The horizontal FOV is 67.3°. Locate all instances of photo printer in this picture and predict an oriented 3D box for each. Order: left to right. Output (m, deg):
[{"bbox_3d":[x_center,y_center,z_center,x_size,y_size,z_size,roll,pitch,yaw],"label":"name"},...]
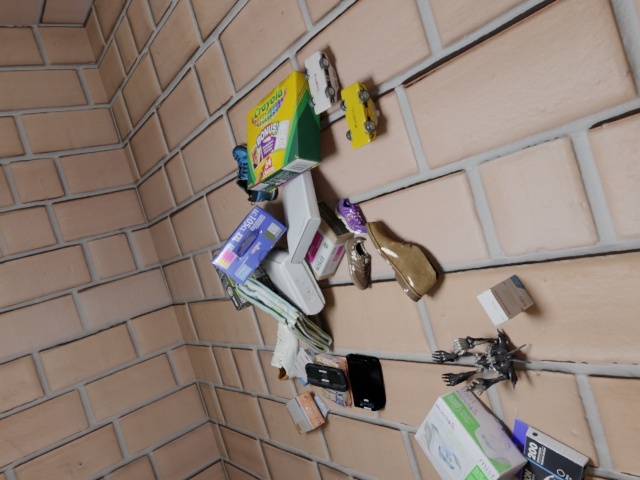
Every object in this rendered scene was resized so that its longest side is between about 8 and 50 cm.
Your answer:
[{"bbox_3d":[-0.120,0.150,1.913,0.255,0.107,0.308,64,162,-17],"label":"photo printer"}]

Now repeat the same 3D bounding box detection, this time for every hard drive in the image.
[{"bbox_3d":[-0.078,-0.122,1.736,0.232,0.047,0.352,115,153,-42],"label":"hard drive"}]

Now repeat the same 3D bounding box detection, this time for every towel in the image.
[{"bbox_3d":[-0.148,0.303,1.959,0.375,0.090,0.320,29,166,43],"label":"towel"}]

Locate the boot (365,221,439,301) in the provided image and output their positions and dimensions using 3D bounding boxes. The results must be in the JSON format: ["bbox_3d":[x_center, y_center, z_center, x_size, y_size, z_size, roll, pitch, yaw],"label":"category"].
[{"bbox_3d":[0.253,0.038,1.503,0.115,0.112,0.305,-44,61,18],"label":"boot"}]

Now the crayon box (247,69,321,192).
[{"bbox_3d":[-0.143,-0.374,1.722,0.363,0.106,0.312,-19,70,53],"label":"crayon box"}]

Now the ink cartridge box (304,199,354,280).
[{"bbox_3d":[0.000,0.000,1.788,0.193,0.088,0.234,50,137,28],"label":"ink cartridge box"}]

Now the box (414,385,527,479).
[{"bbox_3d":[0.438,0.616,1.433,0.262,0.127,0.231,54,142,39],"label":"box"}]

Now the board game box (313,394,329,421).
[{"bbox_3d":[-0.001,0.755,2.160,0.090,0.020,0.089,43,137,33],"label":"board game box"}]

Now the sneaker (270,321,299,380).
[{"bbox_3d":[-0.168,0.504,2.185,0.106,0.123,0.289,5,107,53],"label":"sneaker"}]

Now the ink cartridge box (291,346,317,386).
[{"bbox_3d":[-0.056,0.544,2.108,0.104,0.060,0.180,49,138,28],"label":"ink cartridge box"}]

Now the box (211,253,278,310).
[{"bbox_3d":[-0.336,0.158,2.172,0.270,0.216,0.060,57,141,17],"label":"box"}]

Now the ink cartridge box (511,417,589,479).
[{"bbox_3d":[0.606,0.626,1.319,0.208,0.045,0.206,22,121,48],"label":"ink cartridge box"}]

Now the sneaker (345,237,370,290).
[{"bbox_3d":[0.138,0.081,1.665,0.071,0.066,0.188,-15,94,48],"label":"sneaker"}]

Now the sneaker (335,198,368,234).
[{"bbox_3d":[0.113,-0.080,1.631,0.170,0.068,0.071,47,131,30],"label":"sneaker"}]

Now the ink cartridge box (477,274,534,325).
[{"bbox_3d":[0.470,0.152,1.225,0.088,0.123,0.052,61,142,15],"label":"ink cartridge box"}]

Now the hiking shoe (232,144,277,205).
[{"bbox_3d":[-0.302,-0.285,2.012,0.304,0.132,0.113,54,140,23],"label":"hiking shoe"}]

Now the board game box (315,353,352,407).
[{"bbox_3d":[0.055,0.575,1.994,0.147,0.045,0.193,7,110,50],"label":"board game box"}]

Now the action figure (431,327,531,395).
[{"bbox_3d":[0.436,0.345,1.339,0.276,0.141,0.163,-37,64,53],"label":"action figure"}]

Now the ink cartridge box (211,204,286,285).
[{"bbox_3d":[-0.269,0.008,1.839,0.151,0.270,0.395,37,179,-10],"label":"ink cartridge box"}]

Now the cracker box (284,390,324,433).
[{"bbox_3d":[-0.076,0.791,2.207,0.155,0.067,0.232,60,152,15],"label":"cracker box"}]

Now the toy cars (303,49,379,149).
[{"bbox_3d":[0.073,-0.445,1.516,0.393,0.087,0.176,50,133,31],"label":"toy cars"}]

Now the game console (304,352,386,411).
[{"bbox_3d":[0.084,0.535,1.881,0.362,0.044,0.212,0,104,37],"label":"game console"}]
